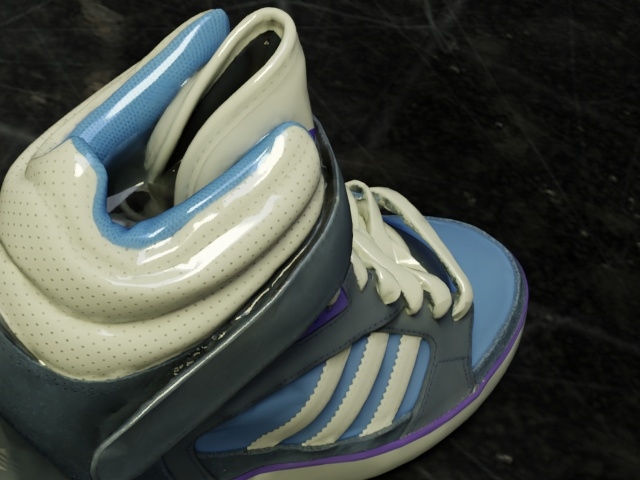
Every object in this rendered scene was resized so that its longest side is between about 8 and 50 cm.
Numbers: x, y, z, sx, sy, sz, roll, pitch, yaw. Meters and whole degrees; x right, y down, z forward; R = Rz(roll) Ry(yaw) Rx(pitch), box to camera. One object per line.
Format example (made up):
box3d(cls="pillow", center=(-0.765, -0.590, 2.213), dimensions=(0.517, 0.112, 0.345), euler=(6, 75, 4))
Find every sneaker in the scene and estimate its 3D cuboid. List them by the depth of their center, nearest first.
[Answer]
box3d(cls="sneaker", center=(-0.001, 0.000, 0.614), dimensions=(0.322, 0.236, 0.130), euler=(-18, 54, -33))
